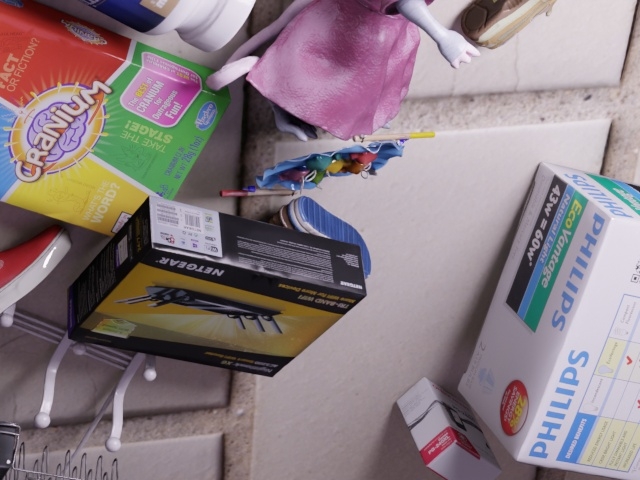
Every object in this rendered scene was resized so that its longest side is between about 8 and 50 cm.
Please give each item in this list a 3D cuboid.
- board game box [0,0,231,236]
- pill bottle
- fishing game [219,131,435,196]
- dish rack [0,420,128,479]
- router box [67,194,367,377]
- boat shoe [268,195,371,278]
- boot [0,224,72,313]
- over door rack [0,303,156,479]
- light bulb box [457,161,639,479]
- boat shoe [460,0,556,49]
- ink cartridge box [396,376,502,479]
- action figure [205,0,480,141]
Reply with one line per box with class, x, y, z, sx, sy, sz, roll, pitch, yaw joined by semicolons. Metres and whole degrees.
board game box;-0.302;-0.142;1.884;0.316;0.064;0.242;18;120;-26
pill bottle;-0.205;-0.316;1.718;0.264;0.153;0.153;25;118;-29
fishing game;0.014;-0.082;1.921;0.264;0.041;0.189;-19;170;41
dish rack;-0.355;0.350;2.140;0.271;0.074;0.208;15;137;-23
router box;-0.135;0.066;2.011;0.308;0.081;0.243;13;143;-29
boat shoe;0.000;0.000;2.077;0.066;0.066;0.183;-20;139;28
boot;-0.446;0.018;1.964;0.244;0.088;0.176;-38;96;-12
over door rack;-0.400;0.242;2.129;0.239;0.108;0.324;25;117;-28
light bulb box;0.430;0.122;2.119;0.361;0.225;0.358;12;107;-22
boat shoe;0.261;-0.301;1.912;0.190;0.068;0.072;-34;140;25
ink cartridge box;0.185;0.282;2.280;0.063;0.150;0.109;-45;124;15
action figure;0.070;-0.299;1.815;0.275;0.248;0.370;25;122;2
